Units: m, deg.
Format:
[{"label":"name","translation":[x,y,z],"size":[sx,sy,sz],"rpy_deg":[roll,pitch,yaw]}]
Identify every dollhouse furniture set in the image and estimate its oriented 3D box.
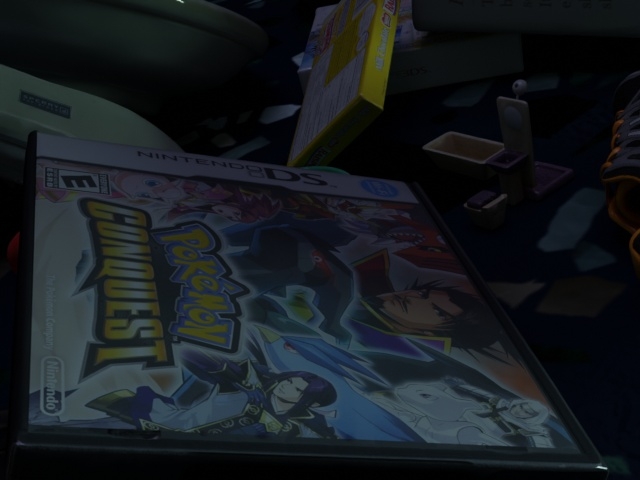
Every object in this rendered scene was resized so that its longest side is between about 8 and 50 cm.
[{"label":"dollhouse furniture set","translation":[0.103,-0.073,0.707],"size":[0.091,0.081,0.114],"rpy_deg":[-31,32,-28]}]

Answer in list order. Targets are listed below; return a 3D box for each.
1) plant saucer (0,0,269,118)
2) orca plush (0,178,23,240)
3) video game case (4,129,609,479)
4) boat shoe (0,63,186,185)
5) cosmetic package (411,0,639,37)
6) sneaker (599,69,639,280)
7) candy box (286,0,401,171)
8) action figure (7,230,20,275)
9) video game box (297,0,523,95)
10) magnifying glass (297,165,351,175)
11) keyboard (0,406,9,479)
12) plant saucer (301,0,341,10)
[{"label":"plant saucer","translation":[-0.253,-0.183,0.953],"size":[0.401,0.100,0.400],"rpy_deg":[10,2,0]},{"label":"orca plush","translation":[-0.312,-0.056,0.908],"size":[0.287,0.102,0.151],"rpy_deg":[15,84,54]},{"label":"video game case","translation":[-0.025,0.028,0.507],"size":[0.248,0.035,0.275],"rpy_deg":[7,28,-18]},{"label":"boat shoe","translation":[-0.209,-0.070,0.790],"size":[0.228,0.081,0.079],"rpy_deg":[22,39,-25]},{"label":"cosmetic package","translation":[0.295,-0.384,0.865],"size":[0.394,0.329,0.327],"rpy_deg":[6,34,16]},{"label":"sneaker","translation":[0.209,-0.046,0.614],"size":[0.083,0.084,0.215],"rpy_deg":[-16,29,9]},{"label":"candy box","translation":[0.025,-0.150,0.829],"size":[0.105,0.027,0.205],"rpy_deg":[-44,25,44]},{"label":"action figure","translation":[-0.103,0.029,0.617],"size":[0.139,0.091,0.280],"rpy_deg":[-34,34,-20]},{"label":"video game box","translation":[0.090,-0.200,0.979],"size":[0.205,0.048,0.187],"rpy_deg":[-8,28,12]},{"label":"magnifying glass","translation":[0.000,0.000,0.687],"size":[0.092,0.026,0.231],"rpy_deg":[-18,29,-7]},{"label":"keyboard","translation":[-0.296,0.143,0.564],"size":[0.317,0.033,0.201],"rpy_deg":[-12,34,4]},{"label":"plant saucer","translation":[0.062,-0.314,1.210],"size":[0.199,0.036,0.198],"rpy_deg":[-11,28,6]}]
